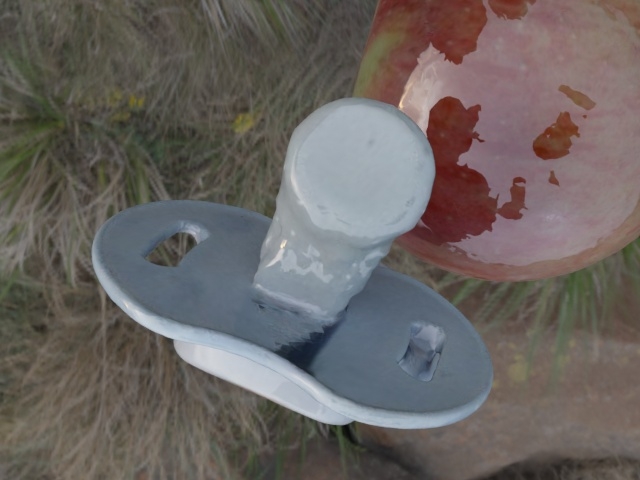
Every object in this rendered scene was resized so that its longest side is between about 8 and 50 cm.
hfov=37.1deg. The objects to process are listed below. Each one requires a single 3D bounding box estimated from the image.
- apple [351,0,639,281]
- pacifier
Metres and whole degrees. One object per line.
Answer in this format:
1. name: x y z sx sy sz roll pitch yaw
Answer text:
1. apple: 0.166 -0.128 0.793 0.269 0.344 0.344 16 121 0
2. pacifier: 0.000 0.000 0.630 0.279 0.227 0.207 23 118 6
